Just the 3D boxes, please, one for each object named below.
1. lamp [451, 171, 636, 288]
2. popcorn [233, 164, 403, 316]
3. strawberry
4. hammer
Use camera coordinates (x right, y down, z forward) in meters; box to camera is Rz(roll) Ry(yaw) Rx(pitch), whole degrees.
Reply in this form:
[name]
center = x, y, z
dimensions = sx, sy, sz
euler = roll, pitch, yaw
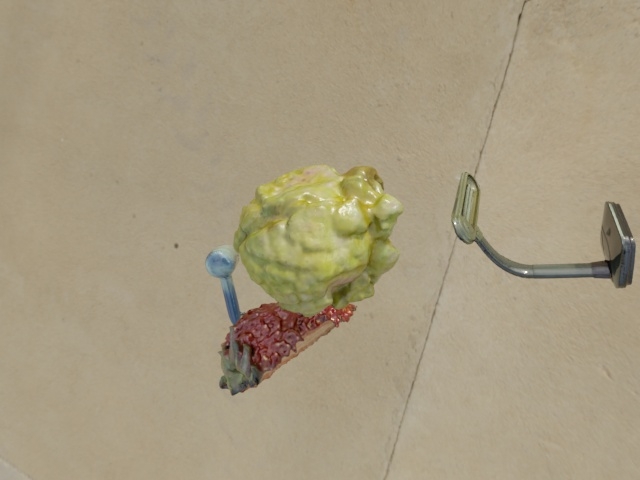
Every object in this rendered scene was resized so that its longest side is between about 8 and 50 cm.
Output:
[lamp]
center = 0.368, -0.029, 0.737
dimensions = 0.283, 0.203, 0.124
euler = 7, 137, 14
[popcorn]
center = 0.000, 0.000, 0.641
dimensions = 0.259, 0.259, 0.212
euler = 3, 123, 19
[strawberry]
center = -0.077, 0.186, 0.891
dimensions = 0.137, 0.306, 0.233
euler = 52, 139, 12
[hammer]
center = -0.212, 0.107, 0.993
dimensions = 0.070, 0.116, 0.194
euler = -12, 99, -3
